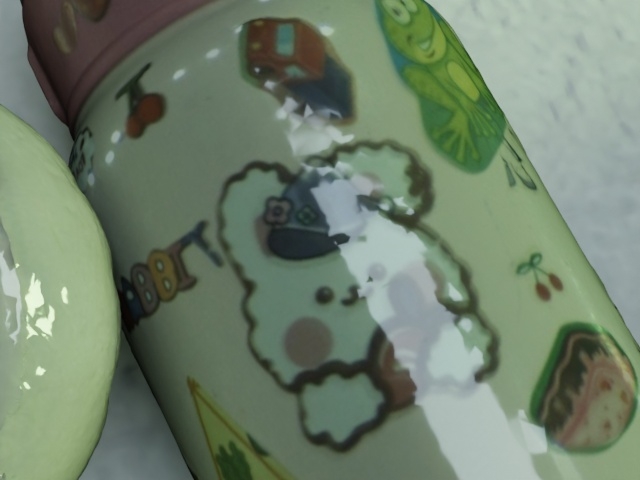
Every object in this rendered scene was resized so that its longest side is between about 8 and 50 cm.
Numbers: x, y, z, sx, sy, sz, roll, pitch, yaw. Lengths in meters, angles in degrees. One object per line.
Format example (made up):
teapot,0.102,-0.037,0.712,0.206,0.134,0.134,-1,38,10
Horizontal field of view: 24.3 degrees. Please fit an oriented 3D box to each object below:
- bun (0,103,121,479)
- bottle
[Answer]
bun,-0.103,0.024,0.371,0.138,0.094,0.138,-2,85,27
bottle,0.000,0.000,0.391,0.120,0.120,0.253,-24,76,-21
